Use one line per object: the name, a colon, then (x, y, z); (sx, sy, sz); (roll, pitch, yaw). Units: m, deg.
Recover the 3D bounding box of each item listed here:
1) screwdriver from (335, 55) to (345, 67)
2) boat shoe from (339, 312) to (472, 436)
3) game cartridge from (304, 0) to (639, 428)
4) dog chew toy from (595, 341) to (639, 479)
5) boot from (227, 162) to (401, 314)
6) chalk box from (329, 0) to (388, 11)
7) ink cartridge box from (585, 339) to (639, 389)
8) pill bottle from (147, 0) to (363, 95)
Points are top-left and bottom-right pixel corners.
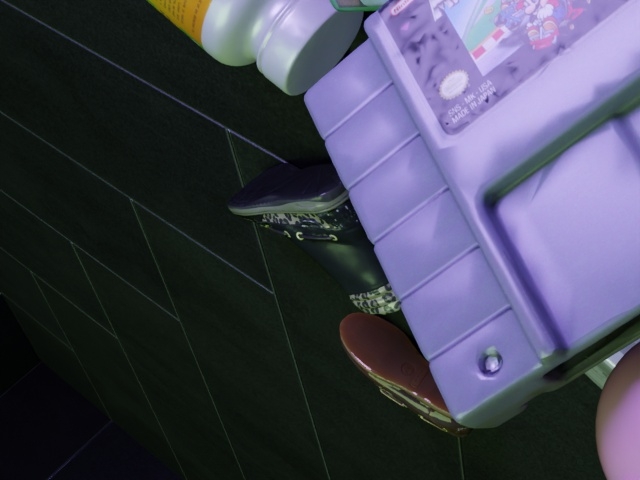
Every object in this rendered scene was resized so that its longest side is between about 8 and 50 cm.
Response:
screwdriver: (0.021, -0.145, 1.120); (0.170, 0.024, 0.025); (73, 176, -56)
boat shoe: (0.105, 0.171, 1.389); (0.207, 0.073, 0.073); (38, 152, 22)
game cartridge: (0.162, -0.095, 0.540); (0.068, 0.355, 0.230); (14, -136, -55)
dog chew toy: (0.269, 0.038, 0.591); (0.207, 0.332, 0.206); (37, 153, 22)
boot: (-0.001, 0.001, 1.293); (0.178, 0.085, 0.236); (54, 155, -21)
chalk box: (0.056, -0.228, 0.687); (0.132, 0.213, 0.132); (13, 139, 52)
ink cartridge box: (0.203, 0.034, 1.029); (0.296, 0.066, 0.261); (43, -179, 10)
pill bottle: (-0.085, -0.242, 0.994); (0.246, 0.136, 0.136); (42, 156, 13)
